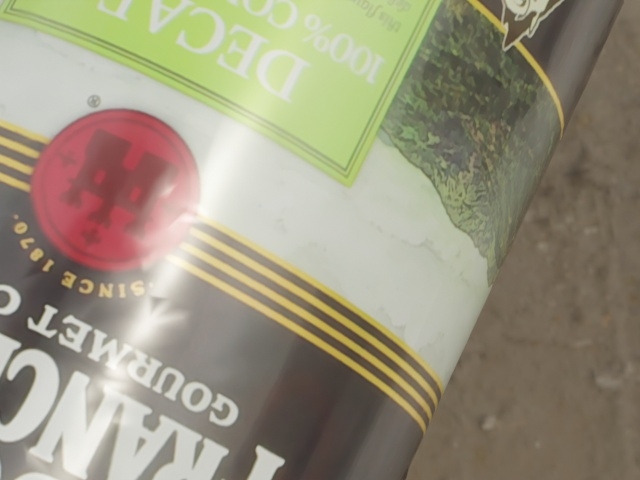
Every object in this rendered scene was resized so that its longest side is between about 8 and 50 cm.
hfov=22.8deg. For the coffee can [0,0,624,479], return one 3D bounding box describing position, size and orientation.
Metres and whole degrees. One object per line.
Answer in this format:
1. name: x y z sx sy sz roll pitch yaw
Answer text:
1. coffee can: -0.049 -0.005 0.472 0.202 0.201 0.275 16 74 39
